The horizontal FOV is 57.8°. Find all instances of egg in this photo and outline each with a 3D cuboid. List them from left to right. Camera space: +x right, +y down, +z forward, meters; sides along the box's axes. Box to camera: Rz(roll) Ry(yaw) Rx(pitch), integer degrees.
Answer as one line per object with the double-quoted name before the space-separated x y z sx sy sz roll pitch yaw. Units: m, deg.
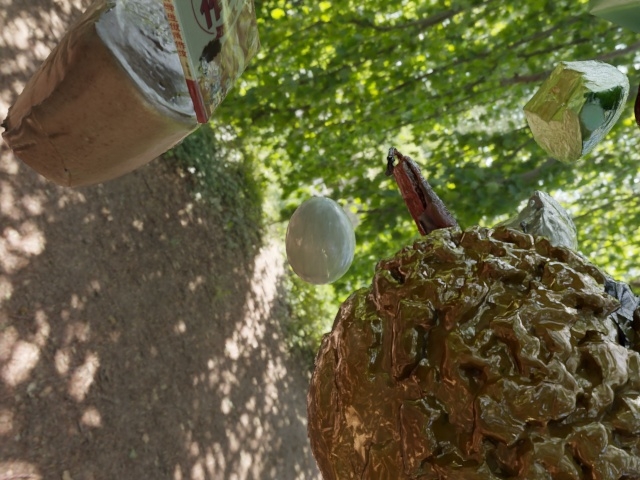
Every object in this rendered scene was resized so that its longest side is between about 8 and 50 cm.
"egg" 0.000 0.000 1.228 0.151 0.151 0.209 -106 -166 -49

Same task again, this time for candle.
"candle" 0.179 -0.083 1.050 0.302 0.059 0.084 -109 -150 -42

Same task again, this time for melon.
"melon" 0.466 -0.229 1.041 0.124 0.196 0.323 26 23 -2

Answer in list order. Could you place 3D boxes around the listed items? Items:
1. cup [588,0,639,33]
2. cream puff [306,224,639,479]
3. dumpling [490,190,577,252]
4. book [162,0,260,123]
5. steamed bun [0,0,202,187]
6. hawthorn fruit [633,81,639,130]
"cup" 0.322 -0.252 0.500 0.236 0.148 0.134 -51 162 -67
"cream puff" 0.159 0.134 0.427 0.343 0.231 0.327 -5 60 -55
"dumpling" 0.397 0.054 1.114 0.227 0.243 0.175 22 33 -44
"book" -0.121 -0.271 0.658 0.232 0.022 0.162 87 23 -54
"steamed bun" -0.266 -0.200 0.789 0.199 0.251 0.301 40 27 -31
"hawthorn fruit" 0.590 -0.221 0.902 0.173 0.172 0.173 -21 90 -85
